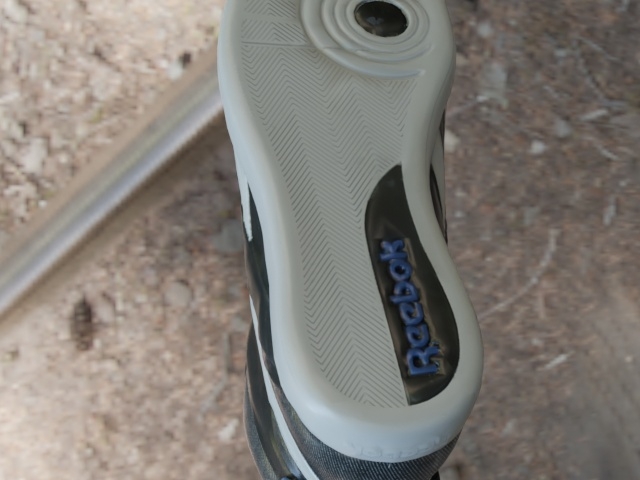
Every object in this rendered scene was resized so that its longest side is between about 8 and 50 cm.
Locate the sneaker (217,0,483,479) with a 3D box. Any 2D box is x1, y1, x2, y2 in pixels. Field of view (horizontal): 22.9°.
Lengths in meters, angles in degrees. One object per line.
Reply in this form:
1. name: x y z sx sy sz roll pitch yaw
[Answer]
1. sneaker: 0.000 0.000 0.534 0.121 0.079 0.216 103 167 -52
